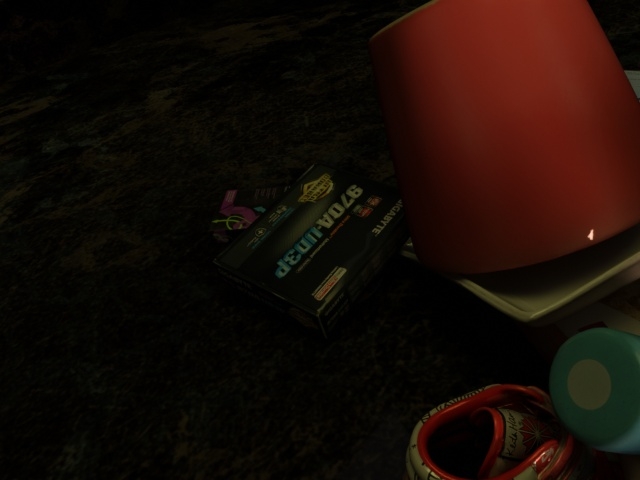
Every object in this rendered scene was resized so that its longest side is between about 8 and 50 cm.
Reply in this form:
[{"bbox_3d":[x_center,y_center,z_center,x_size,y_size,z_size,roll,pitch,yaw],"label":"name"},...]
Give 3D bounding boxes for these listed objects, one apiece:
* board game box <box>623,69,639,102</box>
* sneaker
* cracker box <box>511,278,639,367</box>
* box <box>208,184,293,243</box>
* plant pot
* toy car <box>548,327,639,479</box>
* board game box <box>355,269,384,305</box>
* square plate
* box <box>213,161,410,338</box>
[{"bbox_3d":[0.642,-0.215,0.858,0.281,0.027,0.145,13,62,26],"label":"board game box"},{"bbox_3d":[0.193,0.173,0.380,0.270,0.145,0.090,-6,37,4],"label":"sneaker"},{"bbox_3d":[0.342,0.075,0.542,0.232,0.067,0.155,-16,36,-8],"label":"cracker box"},{"bbox_3d":[-0.085,-0.045,0.824,0.162,0.029,0.116,-4,37,5],"label":"box"},{"bbox_3d":[0.182,-0.133,0.544,0.275,0.243,0.275,-24,12,6],"label":"plant pot"},{"bbox_3d":[0.290,0.130,0.256,0.219,0.238,0.210,15,62,-23],"label":"toy car"},{"bbox_3d":[0.000,0.030,0.702,0.169,0.033,0.133,8,40,22],"label":"board game box"},{"bbox_3d":[0.283,-0.025,0.585,0.347,0.049,0.344,-26,13,-7],"label":"square plate"},{"bbox_3d":[0.000,0.000,0.671,0.175,0.051,0.220,24,56,33],"label":"box"}]
